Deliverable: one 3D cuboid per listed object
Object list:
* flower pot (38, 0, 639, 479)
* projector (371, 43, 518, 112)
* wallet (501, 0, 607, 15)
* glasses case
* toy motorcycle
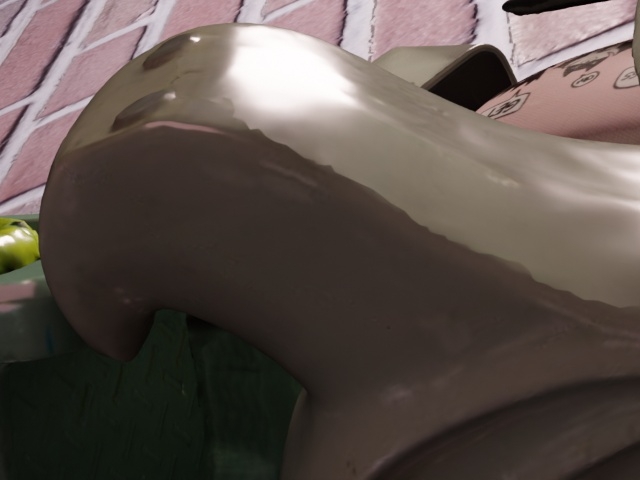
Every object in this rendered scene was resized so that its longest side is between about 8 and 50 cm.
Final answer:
[{"bbox_3d":[0.112,0.001,0.568,0.367,0.254,0.164,-23,22,16],"label":"flower pot"},{"bbox_3d":[0.066,-0.067,1.000,0.083,0.083,0.082,-39,25,-26],"label":"projector"},{"bbox_3d":[0.292,-0.161,0.921,0.247,0.041,0.323,-17,13,-35],"label":"wallet"},{"bbox_3d":[0.199,-0.064,0.847,0.314,0.075,0.122,-7,30,42],"label":"glasses case"},{"bbox_3d":[-0.064,0.065,0.767,0.200,0.191,0.326,-2,13,27],"label":"toy motorcycle"}]
